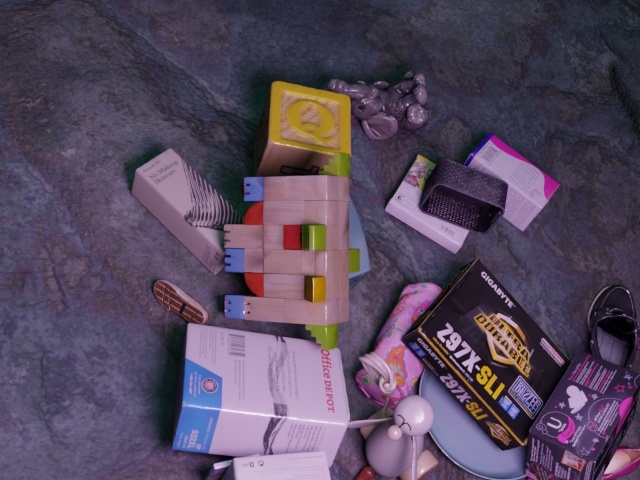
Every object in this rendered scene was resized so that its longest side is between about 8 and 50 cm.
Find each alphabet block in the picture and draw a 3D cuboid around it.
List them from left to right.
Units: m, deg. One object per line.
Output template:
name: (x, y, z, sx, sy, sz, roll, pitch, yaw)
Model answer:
alphabet block: (-0.046, -0.223, 2.002, 0.193, 0.197, 0.193, 8, 56, -13)

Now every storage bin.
storage bin: (0.339, -0.103, 2.041, 0.180, 0.122, 0.084, 21, 55, -5)

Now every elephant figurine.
elephant figurine: (0.150, -0.344, 2.184, 0.239, 0.186, 0.169, -7, 20, 7)

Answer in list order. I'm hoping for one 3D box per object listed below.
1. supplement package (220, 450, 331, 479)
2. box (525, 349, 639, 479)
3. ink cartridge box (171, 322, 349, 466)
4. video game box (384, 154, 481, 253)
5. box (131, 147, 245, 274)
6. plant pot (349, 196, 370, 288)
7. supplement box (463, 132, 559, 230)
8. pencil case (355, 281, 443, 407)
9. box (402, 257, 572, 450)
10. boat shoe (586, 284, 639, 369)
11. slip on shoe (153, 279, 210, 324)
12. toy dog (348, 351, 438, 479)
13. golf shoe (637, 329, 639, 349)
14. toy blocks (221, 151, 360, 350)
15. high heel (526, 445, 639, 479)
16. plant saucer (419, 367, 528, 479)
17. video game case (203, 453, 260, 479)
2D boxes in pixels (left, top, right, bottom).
supplement package: (-0.068, 0.541, 1.508, 0.175, 0.177, 0.293, 0, 59, -19)
box: (0.532, 0.376, 1.756, 0.142, 0.163, 0.247, 23, 50, 30)
ink cartridge box: (-0.117, 0.293, 1.645, 0.307, 0.129, 0.223, 10, 33, -12)
video game box: (0.285, -0.092, 2.120, 0.205, 0.048, 0.187, 32, 56, 3)
box: (-0.278, -0.065, 1.885, 0.275, 0.094, 0.113, 42, 55, 10)
plant pot: (0.000, 0.000, 1.901, 0.165, 0.165, 0.234, -20, 74, -28)
supplement box: (0.470, -0.147, 2.178, 0.220, 0.114, 0.111, 38, 54, 10)
pencil case: (0.180, 0.217, 1.845, 0.124, 0.124, 0.284, 30, 53, 2)
box: (0.358, 0.236, 1.816, 0.322, 0.079, 0.257, 48, 55, -1)
boat shoe: (0.684, 0.219, 2.009, 0.127, 0.113, 0.340, 33, 54, 5)
slip on shoe: (-0.286, 0.128, 1.793, 0.135, 0.051, 0.041, 31, 14, 13)
toy dog: (0.123, 0.386, 1.623, 0.161, 0.334, 0.220, -39, 50, -17)
golf shoe: (0.830, 0.214, 2.089, 0.086, 0.067, 0.186, 43, 55, 9)
toy blocks: (-0.078, 0.016, 1.741, 0.190, 0.260, 0.382, -3, 94, -60)
high heel: (0.550, 0.476, 1.794, 0.244, 0.117, 0.082, 0, 58, -19)
plant saucer: (0.353, 0.362, 1.850, 0.317, 0.044, 0.318, 9, 56, -14)
video game case: (-0.165, 0.423, 1.587, 0.087, 0.122, 0.011, -7, 62, -22)
